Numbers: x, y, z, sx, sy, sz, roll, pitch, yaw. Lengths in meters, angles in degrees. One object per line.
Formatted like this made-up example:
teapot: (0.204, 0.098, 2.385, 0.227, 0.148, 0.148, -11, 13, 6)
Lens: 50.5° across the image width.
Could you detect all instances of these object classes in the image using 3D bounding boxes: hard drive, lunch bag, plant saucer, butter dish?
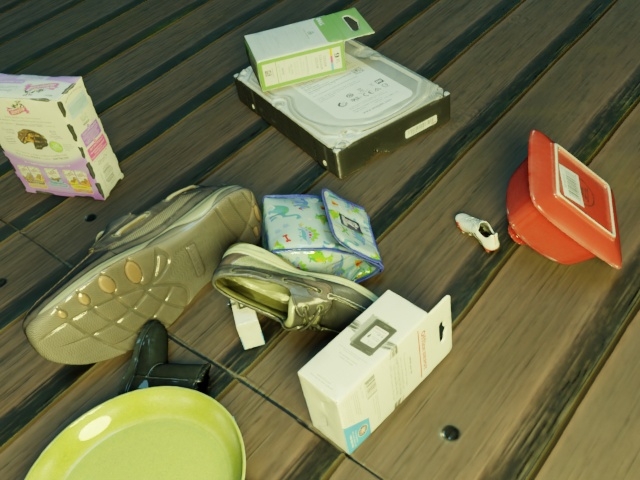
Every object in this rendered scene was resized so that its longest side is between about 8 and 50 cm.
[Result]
hard drive: (0.029, -0.255, 1.190, 0.237, 0.064, 0.339, -29, 45, -19)
lunch bag: (0.000, 0.000, 0.912, 0.151, 0.096, 0.128, 0, 39, -10)
plant saucer: (-0.187, 0.255, 0.681, 0.241, 0.037, 0.240, -10, 39, 8)
butter dish: (0.293, -0.035, 0.874, 0.160, 0.118, 0.160, 33, 45, -17)

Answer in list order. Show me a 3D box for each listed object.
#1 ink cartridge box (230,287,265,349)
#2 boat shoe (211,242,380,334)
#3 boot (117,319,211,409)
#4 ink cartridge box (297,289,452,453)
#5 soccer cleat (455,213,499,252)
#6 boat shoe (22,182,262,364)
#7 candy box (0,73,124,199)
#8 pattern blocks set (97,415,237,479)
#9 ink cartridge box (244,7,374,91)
ink cartridge box: (-0.096, 0.090, 0.862, 0.028, 0.048, 0.083, -16, 42, -5)
boat shoe: (-0.026, 0.076, 0.813, 0.224, 0.080, 0.073, 23, 40, 7)
boot: (-0.179, 0.154, 0.815, 0.099, 0.045, 0.121, 2, 52, 17)
ink cartridge box: (0.066, 0.132, 0.745, 0.060, 0.104, 0.180, 30, 56, 36)
soccer cleat: (0.213, -0.018, 0.921, 0.029, 0.035, 0.083, -24, 45, -14)
boat shoe: (-0.236, 0.035, 0.911, 0.130, 0.132, 0.355, 18, 41, 40)
candy box: (-0.432, -0.165, 1.092, 0.165, 0.196, 0.070, 7, 46, 18)
pattern blocks set: (-0.119, 0.325, 0.637, 0.286, 0.026, 0.325, -26, 45, -15)
ink cartridge box: (-0.019, -0.336, 1.192, 0.210, 0.062, 0.109, -17, 43, -7)
